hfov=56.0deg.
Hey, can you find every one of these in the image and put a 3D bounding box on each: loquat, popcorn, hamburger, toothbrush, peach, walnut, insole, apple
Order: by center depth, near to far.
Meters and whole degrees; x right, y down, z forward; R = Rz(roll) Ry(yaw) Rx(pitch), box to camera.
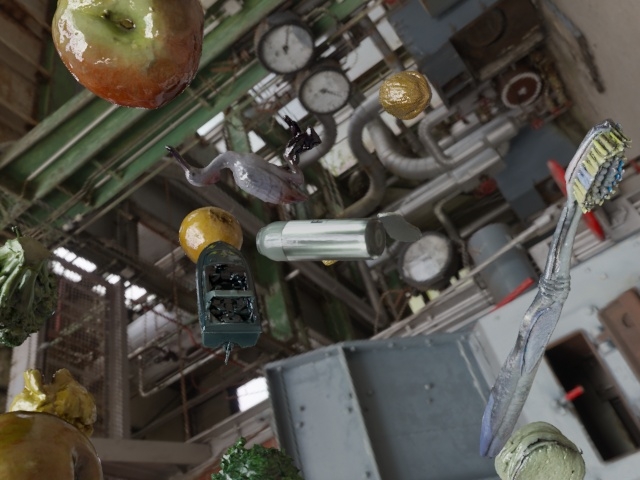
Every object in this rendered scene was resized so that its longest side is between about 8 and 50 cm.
[{"bbox_3d":[0.201,0.080,0.559,0.042,0.035,0.413,-86,-1,-53],"label":"toothbrush"},{"bbox_3d":[-0.273,-0.307,0.878,0.214,0.214,0.235,49,-178,-23],"label":"peach"},{"bbox_3d":[0.364,0.372,0.991,0.140,0.133,0.062,41,-175,-16],"label":"hamburger"},{"bbox_3d":[0.158,-0.025,1.203,0.192,0.063,0.010,35,-131,-62],"label":"insole"},{"bbox_3d":[-0.235,-0.009,1.295,0.141,0.141,0.141,49,-161,-24],"label":"loquat"},{"bbox_3d":[0.186,-0.315,1.303,0.124,0.105,0.105,21,164,49],"label":"walnut"},{"bbox_3d":[-0.690,0.593,1.400,0.400,0.334,0.400,53,172,10],"label":"apple"},{"bbox_3d":[-0.743,0.466,1.658,0.253,0.190,0.191,44,173,22],"label":"popcorn"}]

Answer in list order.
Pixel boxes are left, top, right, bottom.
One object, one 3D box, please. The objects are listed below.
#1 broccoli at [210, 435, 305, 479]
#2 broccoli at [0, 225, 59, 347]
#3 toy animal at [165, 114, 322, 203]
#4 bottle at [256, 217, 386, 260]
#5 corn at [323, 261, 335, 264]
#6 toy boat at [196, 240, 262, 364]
[{"bbox_3d":[-0.057,0.306,0.452,0.269,0.261,0.242,33,-172,24],"label":"broccoli"},{"bbox_3d":[-0.803,0.102,1.514,0.304,0.283,0.321,44,-164,-6],"label":"broccoli"},{"bbox_3d":[-0.150,-0.152,1.314,0.090,0.324,0.195,-170,63,-76],"label":"toy animal"},{"bbox_3d":[0.000,0.000,1.140,0.096,0.254,0.079,12,-102,-60],"label":"bottle"},{"bbox_3d":[0.043,0.038,1.662,0.037,0.092,0.037,44,-156,-26],"label":"corn"},{"bbox_3d":[-0.150,0.072,0.956,0.093,0.103,0.246,3,-146,-16],"label":"toy boat"}]
